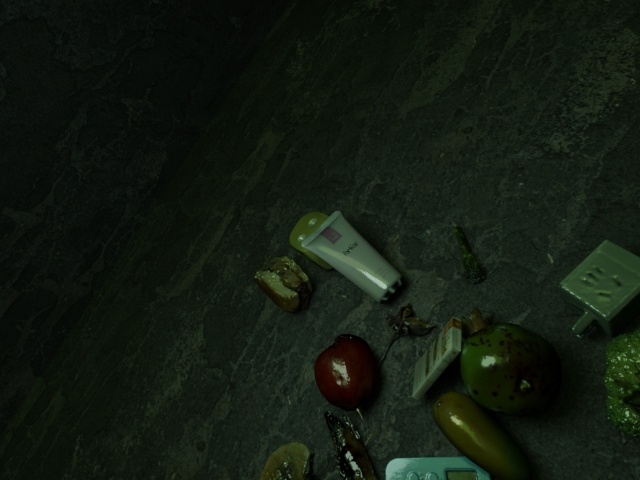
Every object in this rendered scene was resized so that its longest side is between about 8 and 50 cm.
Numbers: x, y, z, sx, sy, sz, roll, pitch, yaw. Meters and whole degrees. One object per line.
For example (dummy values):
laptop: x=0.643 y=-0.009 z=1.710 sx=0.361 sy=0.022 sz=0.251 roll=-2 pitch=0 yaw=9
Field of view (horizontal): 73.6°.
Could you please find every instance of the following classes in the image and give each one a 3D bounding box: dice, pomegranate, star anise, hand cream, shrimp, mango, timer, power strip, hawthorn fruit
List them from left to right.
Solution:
dice: x=0.000 y=0.000 z=1.624 sx=0.169 sy=0.166 sz=0.169 roll=27 pitch=79 yaw=45
shrimp: x=0.049 y=0.673 z=1.199 sx=0.233 sy=0.071 sz=0.365 roll=-41 pitch=49 yaw=15
hawthorn fruit: x=0.085 y=0.412 z=1.270 sx=0.189 sy=0.189 sz=0.252 roll=-30 pitch=53 yaw=18
hand cream: x=0.118 y=0.059 z=1.440 sx=0.185 sy=0.118 sz=0.358 roll=-44 pitch=68 yaw=-11
star anise: x=0.239 y=0.334 z=1.317 sx=0.148 sy=0.218 sz=0.228 roll=21 pitch=118 yaw=15
timer: x=0.289 y=0.641 z=1.016 sx=0.249 sy=0.091 sz=0.232 roll=-17 pitch=51 yaw=24
mango: x=0.379 y=0.471 z=1.019 sx=0.114 sy=0.156 sz=0.251 roll=-46 pitch=53 yaw=6
pomegranate: x=0.464 y=0.287 z=1.059 sx=0.230 sy=0.231 sz=0.286 roll=-20 pitch=20 yaw=26
power strip: x=0.672 y=0.136 z=1.029 sx=0.224 sy=0.139 sz=0.140 roll=-45 pitch=45 yaw=4

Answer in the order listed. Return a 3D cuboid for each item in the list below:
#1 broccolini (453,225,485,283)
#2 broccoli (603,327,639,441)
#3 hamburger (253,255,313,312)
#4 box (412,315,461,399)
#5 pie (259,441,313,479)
broccolini: x=0.450 y=0.045 z=1.341 sx=0.067 sy=0.058 sz=0.216 roll=2 pitch=43 yaw=-9
broccoli: x=0.707 y=0.301 z=0.854 sx=0.253 sy=0.186 sz=0.302 roll=-15 pitch=46 yaw=18
hamburger: x=-0.139 y=0.163 z=1.628 sx=0.155 sy=0.245 sz=0.282 roll=-34 pitch=-5 yaw=-21
box: x=0.309 y=0.316 z=1.145 sx=0.122 sy=0.032 sz=0.221 roll=-61 pitch=-5 yaw=-55
pie: x=-0.108 y=0.723 z=1.293 sx=0.185 sy=0.052 sz=0.218 roll=-15 pitch=50 yaw=36
